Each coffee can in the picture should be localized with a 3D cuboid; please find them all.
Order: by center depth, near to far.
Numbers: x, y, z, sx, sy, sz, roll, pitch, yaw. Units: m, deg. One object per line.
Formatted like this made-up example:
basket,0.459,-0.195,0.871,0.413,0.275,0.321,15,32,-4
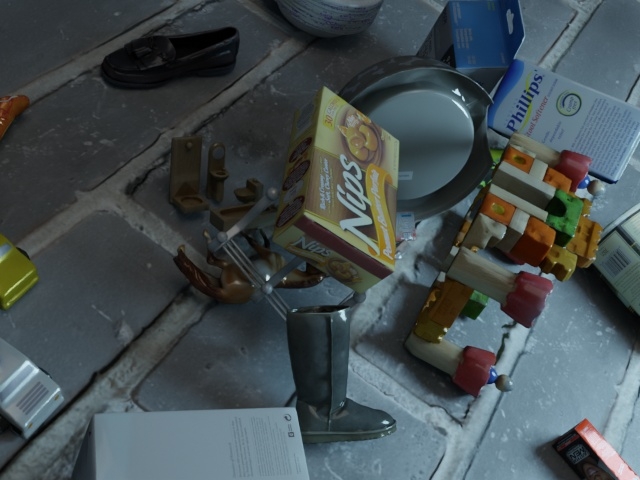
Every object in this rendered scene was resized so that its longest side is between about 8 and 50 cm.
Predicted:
coffee can,0.714,0.072,1.652,0.202,0.201,0.275,-20,64,-36

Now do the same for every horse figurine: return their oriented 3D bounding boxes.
horse figurine,-0.130,0.045,1.360,0.263,0.066,0.174,-18,61,-42

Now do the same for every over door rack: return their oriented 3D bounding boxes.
over door rack,0.000,0.000,1.340,0.239,0.108,0.324,50,53,-2

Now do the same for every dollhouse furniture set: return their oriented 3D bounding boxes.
dollhouse furniture set,-0.165,-0.104,1.389,0.144,0.123,0.151,-12,32,-34

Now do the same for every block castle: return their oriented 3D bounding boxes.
block castle,0.351,0.034,1.444,0.213,0.303,0.453,28,46,6

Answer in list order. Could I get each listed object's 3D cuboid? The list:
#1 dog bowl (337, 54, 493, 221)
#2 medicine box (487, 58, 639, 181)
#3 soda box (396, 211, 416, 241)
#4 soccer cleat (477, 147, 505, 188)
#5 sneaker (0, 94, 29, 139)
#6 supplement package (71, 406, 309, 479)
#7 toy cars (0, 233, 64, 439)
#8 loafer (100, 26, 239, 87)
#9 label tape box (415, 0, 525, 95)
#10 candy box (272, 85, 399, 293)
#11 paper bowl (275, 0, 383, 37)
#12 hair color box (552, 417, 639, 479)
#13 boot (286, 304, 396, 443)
dog bowl,0.165,-0.197,1.529,0.349,0.348,0.102,9,37,-19
medicine box,0.513,-0.243,1.655,0.289,0.149,0.263,27,11,16
soda box,0.091,-0.022,1.513,0.183,0.063,0.058,-3,87,-29
soccer cleat,0.386,-0.170,1.792,0.289,0.093,0.121,5,21,-17
sneaker,-0.565,-0.194,1.363,0.067,0.064,0.175,49,51,-10
supplement package,-0.167,0.345,1.004,0.263,0.198,0.199,4,53,-24
toy cars,-0.482,0.095,1.134,0.177,0.087,0.393,-5,56,-29
loafer,-0.300,-0.388,1.614,0.303,0.095,0.109,-17,62,-35
label tape box,0.302,-0.393,1.735,0.115,0.347,0.249,15,48,-13
candy box,0.034,-0.089,1.304,0.183,0.088,0.316,31,43,-24
paper bowl,0.007,-0.600,1.902,0.285,0.148,0.284,14,49,-16
hair color box,0.479,0.387,1.370,0.043,0.072,0.141,-26,67,-39
boot,0.034,0.205,1.234,0.190,0.076,0.208,1,86,-26
